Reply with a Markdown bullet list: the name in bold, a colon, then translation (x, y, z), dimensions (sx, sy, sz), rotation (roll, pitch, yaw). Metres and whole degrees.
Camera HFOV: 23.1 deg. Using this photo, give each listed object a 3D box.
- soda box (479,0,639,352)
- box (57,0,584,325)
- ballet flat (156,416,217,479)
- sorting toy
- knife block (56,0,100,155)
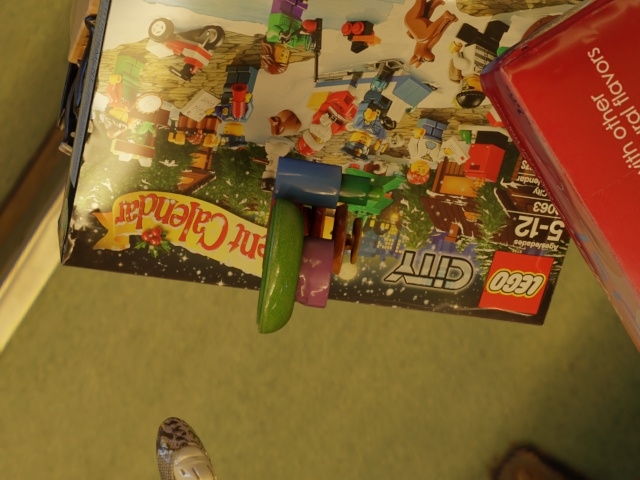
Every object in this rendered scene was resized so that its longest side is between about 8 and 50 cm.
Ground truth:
- **soda box**: translation (0.148, 0.041, 0.454), dimensions (0.083, 0.092, 0.263), rotation (-32, 93, 3)
- **box**: translation (0.011, -0.053, 0.704), dimensions (0.233, 0.044, 0.159), rotation (7, 112, -16)
- **ballet flat**: translation (-0.082, 0.173, 1.052), dimensions (0.041, 0.041, 0.114), rotation (-12, 81, 4)
- **sorting toy**: translation (0.000, 0.000, 0.608), dimensions (0.042, 0.102, 0.061), rotation (8, 107, -2)
- **knife block**: translation (-0.155, -0.208, 1.338), dimensions (0.088, 0.242, 0.275), rotation (13, 110, -16)
